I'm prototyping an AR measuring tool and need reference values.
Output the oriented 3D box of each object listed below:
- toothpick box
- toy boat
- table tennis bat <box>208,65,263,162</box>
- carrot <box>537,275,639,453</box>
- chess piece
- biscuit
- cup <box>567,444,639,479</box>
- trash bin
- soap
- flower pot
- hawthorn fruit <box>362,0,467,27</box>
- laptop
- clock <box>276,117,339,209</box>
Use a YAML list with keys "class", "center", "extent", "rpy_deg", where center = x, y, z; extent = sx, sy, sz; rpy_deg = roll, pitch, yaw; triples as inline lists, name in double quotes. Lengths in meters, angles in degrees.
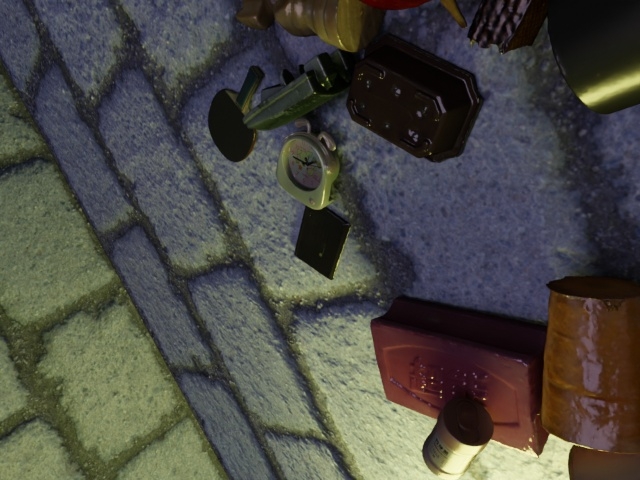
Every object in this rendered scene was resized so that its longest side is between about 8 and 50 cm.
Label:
- class: "toothpick box"
  center: [0.262, 0.385, 0.986]
  extent: [0.098, 0.098, 0.149]
  rpy_deg: [35, 138, 25]
- class: "toy boat"
  center: [-0.065, -0.295, 1.048]
  extent: [0.319, 0.141, 0.092]
  rpy_deg: [-15, 104, 49]
- class: "table tennis bat"
  center: [-0.211, -0.318, 1.275]
  extent: [0.173, 0.022, 0.301]
  rpy_deg: [52, 141, 8]
- class: "carrot"
  center: [0.450, 0.186, 0.826]
  extent: [0.196, 0.196, 0.254]
  rpy_deg: [2, 102, 45]
- class: "chess piece"
  center: [-0.033, -0.441, 0.940]
  extent: [0.301, 0.137, 0.137]
  rpy_deg: [30, 133, 34]
- class: "biscuit"
  center: [0.287, -0.370, 0.673]
  extent: [0.070, 0.106, 0.252]
  rpy_deg: [40, 136, 21]
- class: "cup"
  center: [0.581, 0.381, 0.808]
  extent: [0.203, 0.203, 0.288]
  rpy_deg: [51, 134, 8]
- class: "trash bin"
  center: [0.427, -0.272, 0.515]
  extent: [0.334, 0.214, 0.214]
  rpy_deg: [-19, 100, 52]
- class: "soap"
  center: [0.293, 0.266, 1.056]
  extent: [0.359, 0.128, 0.233]
  rpy_deg: [7, 120, 44]
- class: "flower pot"
  center: [0.147, -0.244, 0.913]
  extent: [0.251, 0.084, 0.179]
  rpy_deg: [37, 135, 24]
- class: "hawthorn fruit"
  center: [0.128, -0.439, 0.696]
  extent: [0.287, 0.287, 0.330]
  rpy_deg: [-5, 129, 47]
- class: "laptop"
  center: [0.000, 0.000, 1.268]
  extent: [0.135, 0.016, 0.197]
  rpy_deg: [36, 135, 23]
- class: "clock"
  center: [-0.022, -0.175, 1.143]
  extent: [0.151, 0.062, 0.191]
  rpy_deg: [38, 135, 23]
